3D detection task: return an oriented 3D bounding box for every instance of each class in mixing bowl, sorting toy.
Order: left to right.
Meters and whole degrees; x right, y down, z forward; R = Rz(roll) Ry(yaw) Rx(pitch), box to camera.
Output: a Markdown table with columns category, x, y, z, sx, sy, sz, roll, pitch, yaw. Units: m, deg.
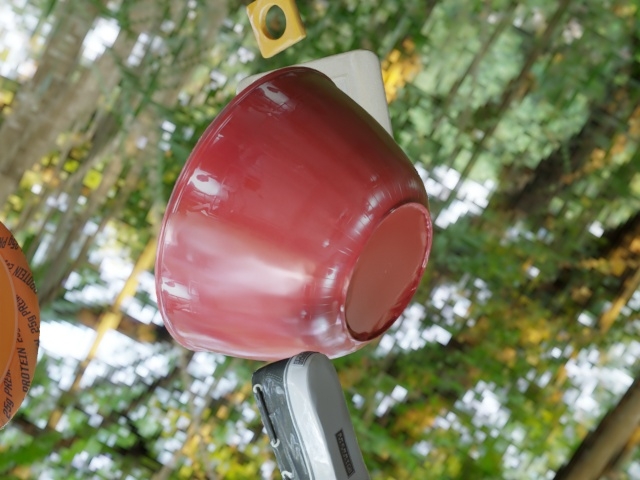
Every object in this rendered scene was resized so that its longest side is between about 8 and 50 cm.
| category | x | y | z | sx | sy | sz | roll | pitch | yaw |
| --- | --- | --- | --- | --- | --- | --- | --- | --- | --- |
| mixing bowl | 0.000 | 0.000 | 0.888 | 0.098 | 0.181 | 0.181 | 25 | -168 | 30 |
| sorting toy | 0.005 | -0.108 | 1.682 | 0.196 | 0.347 | 0.047 | -7 | -175 | 41 |

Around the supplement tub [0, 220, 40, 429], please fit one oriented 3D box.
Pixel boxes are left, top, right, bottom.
| category | x | y | z | sx | sy | sz | roll | pitch | yaw |
| --- | --- | --- | --- | --- | --- | --- | --- | --- | --- |
| supplement tub | -0.379 | 0.066 | 1.079 | 0.338 | 0.207 | 0.207 | -5 | 180 | 27 |

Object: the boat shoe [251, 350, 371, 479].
| category | x | y | z | sx | sy | sz | roll | pitch | yaw |
| --- | --- | --- | --- | --- | --- | --- | --- | --- | --- |
| boat shoe | -0.001 | 0.128 | 0.808 | 0.040 | 0.142 | 0.049 | -12 | -178 | 28 |
